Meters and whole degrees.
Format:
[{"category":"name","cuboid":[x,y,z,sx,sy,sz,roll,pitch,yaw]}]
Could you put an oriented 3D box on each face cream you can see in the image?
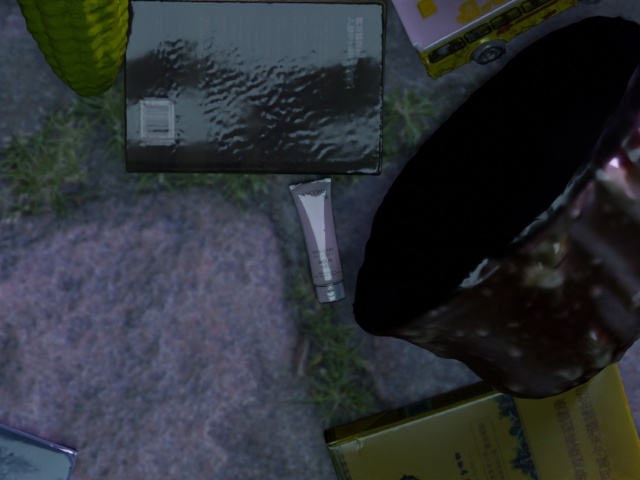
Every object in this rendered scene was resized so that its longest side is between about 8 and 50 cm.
[{"category":"face cream","cuboid":[0.000,0.000,1.616,0.038,0.020,0.115,-10,104,1]}]

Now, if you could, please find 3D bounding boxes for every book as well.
[{"category":"book","cuboid":[-0.057,-0.134,1.570,0.228,0.024,0.160,0,107,-3]}]

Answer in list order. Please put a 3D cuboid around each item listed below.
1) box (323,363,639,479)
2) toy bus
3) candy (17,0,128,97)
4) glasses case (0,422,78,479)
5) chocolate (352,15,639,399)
[{"category":"box","cuboid":[0.158,0.209,1.675,0.279,0.041,0.153,-18,108,2]},{"category":"toy bus","cuboid":[0.174,-0.220,1.510,0.226,0.074,0.081,-26,67,12]},{"category":"candy","cuboid":[-0.203,-0.198,1.484,0.097,0.096,0.209,-7,140,-1]},{"category":"glasses case","cuboid":[-0.364,0.195,1.634,0.266,0.056,0.105,21,105,-9]},{"category":"chocolate","cuboid":[0.210,-0.007,1.530,0.210,0.225,0.340,39,101,-26]}]
